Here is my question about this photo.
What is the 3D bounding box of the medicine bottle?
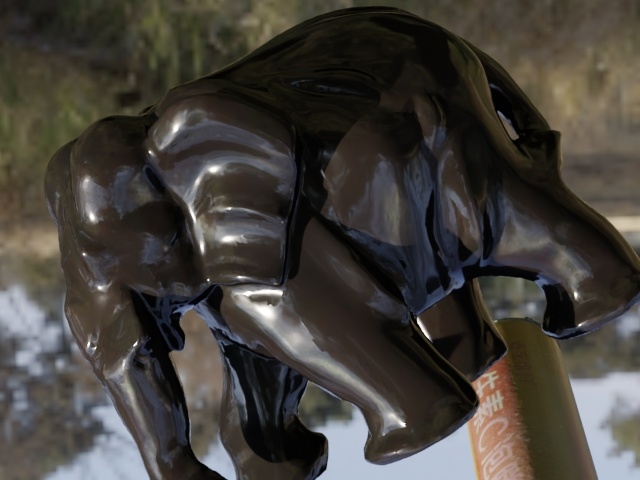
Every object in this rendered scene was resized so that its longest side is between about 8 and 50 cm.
[{"bbox_3d":[0.162,0.194,1.326,0.108,0.108,0.426,-3,-157,0],"label":"medicine bottle"}]

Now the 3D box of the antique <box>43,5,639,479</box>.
[{"bbox_3d":[0.000,0.000,1.053,0.322,0.255,0.185,-33,-172,-18],"label":"antique"}]
